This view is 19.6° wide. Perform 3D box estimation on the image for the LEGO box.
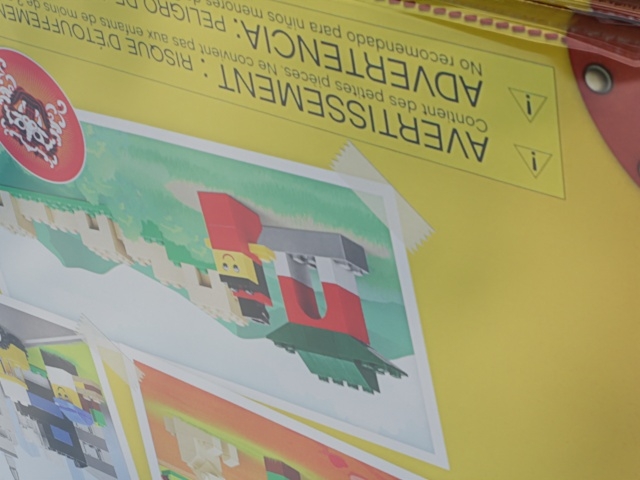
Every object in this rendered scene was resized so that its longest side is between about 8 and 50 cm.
[{"bbox_3d":[0.000,0.000,0.692,0.500,0.372,0.193,19,-136,35],"label":"LEGO box"}]
